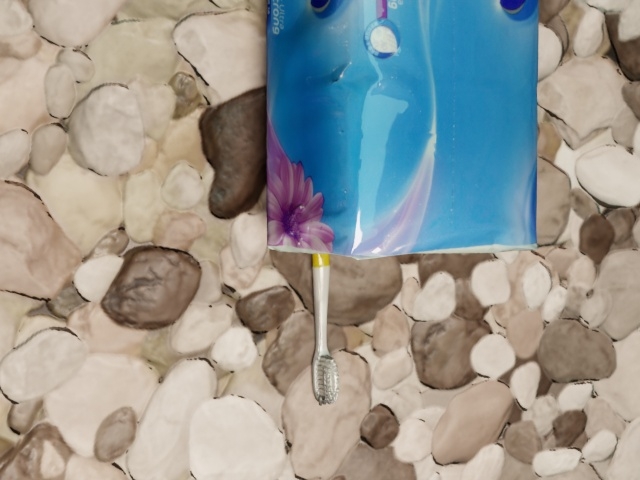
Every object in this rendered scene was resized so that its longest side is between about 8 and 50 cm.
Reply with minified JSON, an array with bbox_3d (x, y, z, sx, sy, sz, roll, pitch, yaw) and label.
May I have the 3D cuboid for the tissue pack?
[{"bbox_3d":[0.067,-0.122,1.084,0.198,0.146,0.263,-3,95,-34],"label":"tissue pack"}]

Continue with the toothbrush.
[{"bbox_3d":[0.000,0.000,1.147,0.021,0.024,0.288,-6,98,-25],"label":"toothbrush"}]
